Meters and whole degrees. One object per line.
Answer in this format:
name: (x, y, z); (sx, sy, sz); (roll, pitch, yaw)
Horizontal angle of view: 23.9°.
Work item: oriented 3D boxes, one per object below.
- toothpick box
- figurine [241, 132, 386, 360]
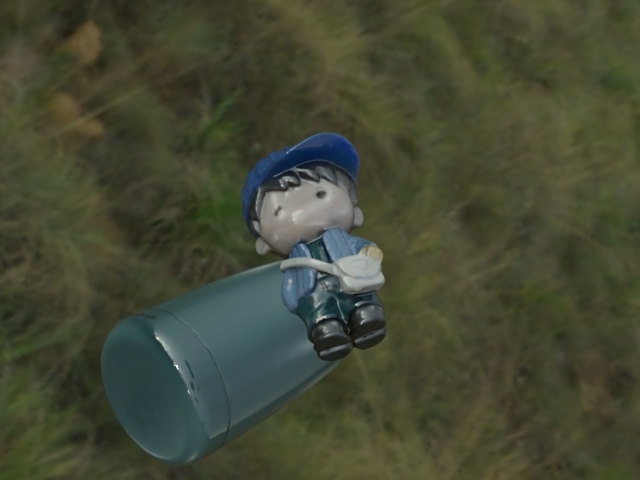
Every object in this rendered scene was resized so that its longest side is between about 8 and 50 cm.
toothpick box: (-0.067, 0.086, 1.177); (0.184, 0.120, 0.120); (-27, 92, -40)
figurine: (0.002, 0.004, 0.883); (0.079, 0.077, 0.136); (63, 6, -70)
